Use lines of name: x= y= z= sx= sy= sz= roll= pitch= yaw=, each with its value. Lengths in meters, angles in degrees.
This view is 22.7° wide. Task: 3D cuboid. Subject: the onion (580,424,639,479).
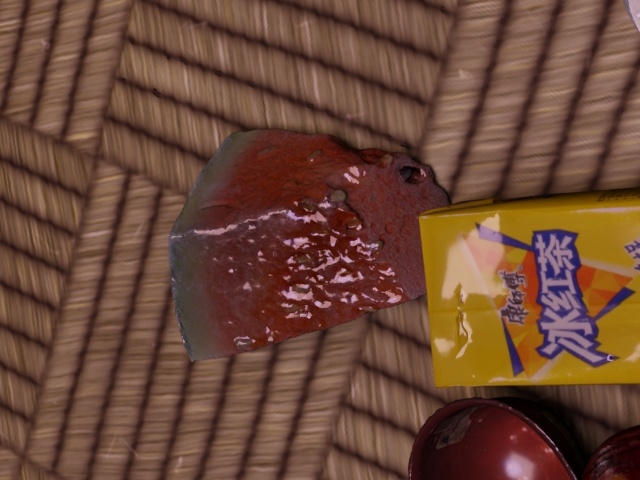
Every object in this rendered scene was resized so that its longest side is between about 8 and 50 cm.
onion: x=0.292 y=0.251 z=1.214 sx=0.190 sy=0.246 sz=0.246 roll=-12 pitch=90 yaw=18

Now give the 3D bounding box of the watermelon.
watermelon: x=0.000 y=0.000 z=1.428 sx=0.256 sy=0.140 sz=0.193 roll=-2 pitch=103 yaw=21

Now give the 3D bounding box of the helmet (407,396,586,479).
helmet: x=0.172 y=0.204 z=1.350 sx=0.175 sy=0.106 sz=0.155 roll=50 pitch=123 yaw=17

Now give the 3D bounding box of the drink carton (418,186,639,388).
drink carton: x=0.261 y=0.034 z=1.282 sx=0.351 sy=0.111 sz=0.155 roll=-4 pitch=93 yaw=30

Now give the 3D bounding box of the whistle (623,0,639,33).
whistle: x=0.395 y=-0.204 z=1.147 sx=0.404 sy=0.168 sz=0.188 roll=5 pitch=100 yaw=24
